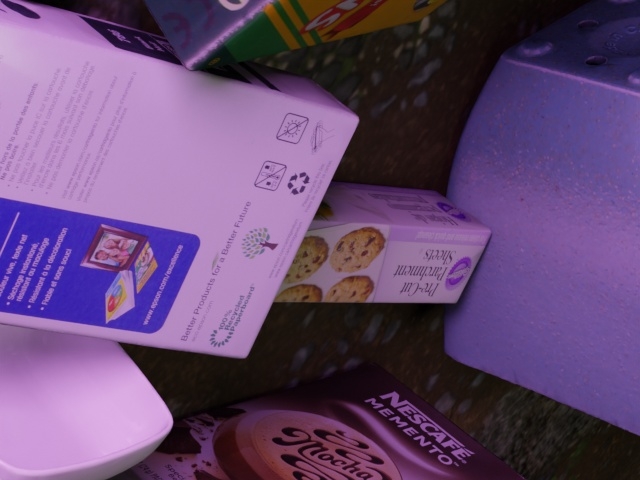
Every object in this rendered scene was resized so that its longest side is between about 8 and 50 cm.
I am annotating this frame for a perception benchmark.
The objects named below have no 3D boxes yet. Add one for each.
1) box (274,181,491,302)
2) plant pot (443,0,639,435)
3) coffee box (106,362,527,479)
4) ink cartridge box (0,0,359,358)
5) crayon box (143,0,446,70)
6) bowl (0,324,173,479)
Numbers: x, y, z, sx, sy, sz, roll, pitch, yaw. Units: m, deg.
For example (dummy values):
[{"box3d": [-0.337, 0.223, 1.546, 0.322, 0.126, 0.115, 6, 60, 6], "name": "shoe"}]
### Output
[{"box3d": [0.000, 0.000, 1.303, 0.324, 0.063, 0.067, 4, 118, -55], "name": "box"}, {"box3d": [0.240, -0.040, 1.439, 0.247, 0.248, 0.252, -32, 125, -33], "name": "plant pot"}, {"box3d": [-0.013, 0.202, 1.387, 0.297, 0.168, 0.119, -12, 130, -50], "name": "coffee box"}, {"box3d": [-0.144, -0.037, 1.024, 0.333, 0.065, 0.165, 12, 111, -43], "name": "ink cartridge box"}, {"box3d": [0.060, -0.192, 1.043, 0.202, 0.081, 0.318, -35, 174, 31], "name": "crayon box"}, {"box3d": [-0.170, 0.088, 1.088, 0.142, 0.142, 0.053, -10, 139, -51], "name": "bowl"}]
